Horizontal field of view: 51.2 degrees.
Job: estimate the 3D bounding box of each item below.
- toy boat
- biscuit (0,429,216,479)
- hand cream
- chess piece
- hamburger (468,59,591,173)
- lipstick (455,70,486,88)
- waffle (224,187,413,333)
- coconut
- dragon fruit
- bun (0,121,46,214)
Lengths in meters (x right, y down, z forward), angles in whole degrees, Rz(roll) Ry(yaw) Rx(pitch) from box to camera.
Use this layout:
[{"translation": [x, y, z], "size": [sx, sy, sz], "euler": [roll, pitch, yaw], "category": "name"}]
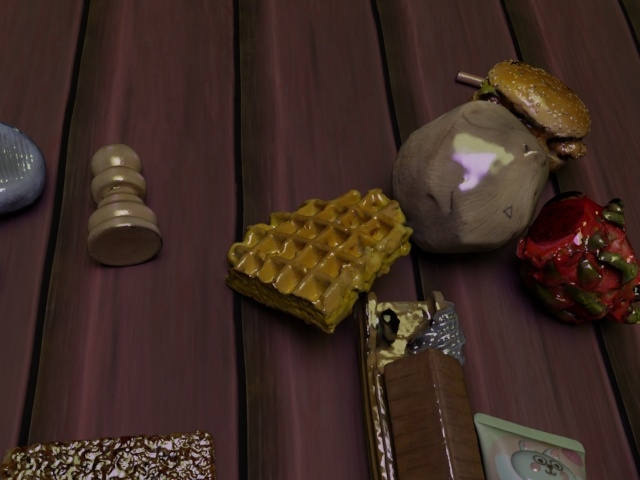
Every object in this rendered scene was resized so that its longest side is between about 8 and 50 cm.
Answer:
[{"translation": [0.125, 0.254, 0.731], "size": [0.135, 0.162, 0.446], "euler": [2, 60, -11], "category": "toy boat"}, {"translation": [-0.234, 0.283, 0.738], "size": [0.236, 0.026, 0.131], "euler": [-2, 59, -11], "category": "biscuit"}, {"translation": [0.243, 0.325, 0.728], "size": [0.147, 0.093, 0.306], "euler": [15, 34, -1], "category": "hand cream"}, {"translation": [-0.268, -0.057, 0.901], "size": [0.094, 0.094, 0.171], "euler": [-7, 54, -12], "category": "chess piece"}, {"translation": [0.325, -0.188, 1.015], "size": [0.181, 0.118, 0.191], "euler": [-19, 61, -45], "category": "hamburger"}, {"translation": [0.277, -0.267, 1.137], "size": [0.094, 0.019, 0.019], "euler": [18, 59, 2], "category": "lipstick"}, {"translation": [0.000, 0.000, 0.869], "size": [0.229, 0.057, 0.219], "euler": [19, 50, 44], "category": "waffle"}, {"translation": [0.205, -0.080, 0.898], "size": [0.224, 0.224, 0.224], "euler": [4, 60, -6], "category": "coconut"}, {"translation": [0.363, 0.032, 0.901], "size": [0.166, 0.172, 0.160], "euler": [-39, 27, 8], "category": "dragon fruit"}, {"translation": [-0.440, -0.091, 0.892], "size": [0.140, 0.083, 0.141], "euler": [9, 59, -15], "category": "bun"}]
